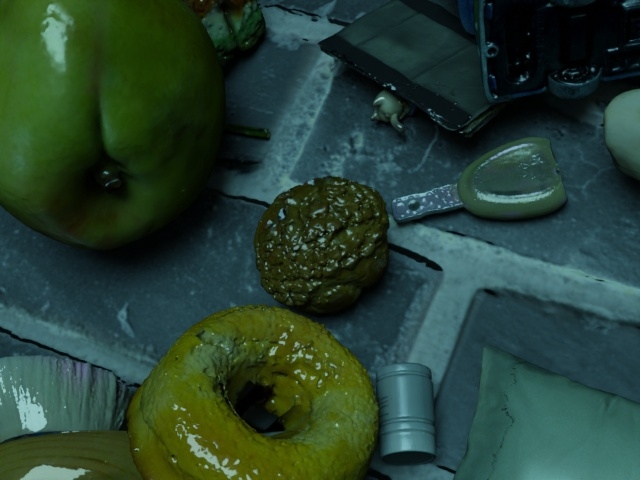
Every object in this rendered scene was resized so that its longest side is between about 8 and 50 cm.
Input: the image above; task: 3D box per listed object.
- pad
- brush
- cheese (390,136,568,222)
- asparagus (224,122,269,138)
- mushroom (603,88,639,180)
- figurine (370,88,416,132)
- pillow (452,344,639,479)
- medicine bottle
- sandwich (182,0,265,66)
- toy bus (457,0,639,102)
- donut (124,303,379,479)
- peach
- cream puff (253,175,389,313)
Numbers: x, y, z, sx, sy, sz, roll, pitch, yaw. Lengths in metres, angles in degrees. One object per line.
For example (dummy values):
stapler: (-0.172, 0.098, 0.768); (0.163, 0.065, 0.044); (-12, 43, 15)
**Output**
pad: (0.136, -0.220, 1.162); (0.174, 0.022, 0.233); (-36, 58, -27)
brush: (-0.226, 0.212, 0.991); (0.267, 0.174, 0.166); (-7, 53, 2)
cheese: (0.173, -0.055, 1.088); (0.192, 0.037, 0.097); (-15, 60, 7)
asparagus: (-0.115, -0.144, 1.220); (0.114, 0.014, 0.015); (14, 89, 20)
mushroom: (0.422, -0.059, 0.919); (0.314, 0.314, 0.336); (-51, 37, -13)
figurine: (0.099, -0.166, 1.164); (0.051, 0.047, 0.083); (33, 68, 11)
pillow: (0.241, 0.269, 0.859); (0.310, 0.119, 0.312); (16, 69, 25)
medicine bottle: (0.086, 0.174, 0.981); (0.058, 0.058, 0.091); (-7, 62, 11)
sandwich: (-0.164, -0.378, 1.256); (0.109, 0.212, 0.292); (-21, 46, -13)
toy bus: (0.315, -0.272, 1.060); (0.313, 0.152, 0.190); (-10, 44, 4)
donut: (-0.057, 0.174, 0.937); (0.254, 0.118, 0.253); (13, 45, -13)
peach: (-0.247, -0.159, 1.109); (0.282, 0.314, 0.315); (10, 33, -17)
cream puff: (0.000, 0.000, 1.059); (0.150, 0.115, 0.165); (20, 71, 27)
